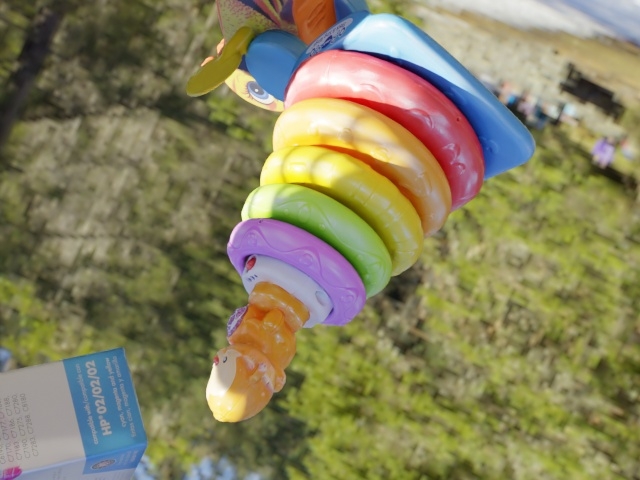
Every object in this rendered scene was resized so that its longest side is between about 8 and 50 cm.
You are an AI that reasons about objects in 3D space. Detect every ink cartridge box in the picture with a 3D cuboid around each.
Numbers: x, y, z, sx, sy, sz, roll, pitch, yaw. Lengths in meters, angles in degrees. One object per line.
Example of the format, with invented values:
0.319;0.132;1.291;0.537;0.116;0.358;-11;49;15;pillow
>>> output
-0.196;0.119;0.768;0.181;0.062;0.104;-11;160;-19;ink cartridge box

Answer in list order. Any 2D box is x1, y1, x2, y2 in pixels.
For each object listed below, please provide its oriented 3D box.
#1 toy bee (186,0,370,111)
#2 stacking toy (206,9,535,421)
-0.048;-0.162;1.157;0.162;0.298;0.195;15;-145;32;toy bee
0.000;0.000;0.969;0.165;0.302;0.175;39;153;-15;stacking toy
